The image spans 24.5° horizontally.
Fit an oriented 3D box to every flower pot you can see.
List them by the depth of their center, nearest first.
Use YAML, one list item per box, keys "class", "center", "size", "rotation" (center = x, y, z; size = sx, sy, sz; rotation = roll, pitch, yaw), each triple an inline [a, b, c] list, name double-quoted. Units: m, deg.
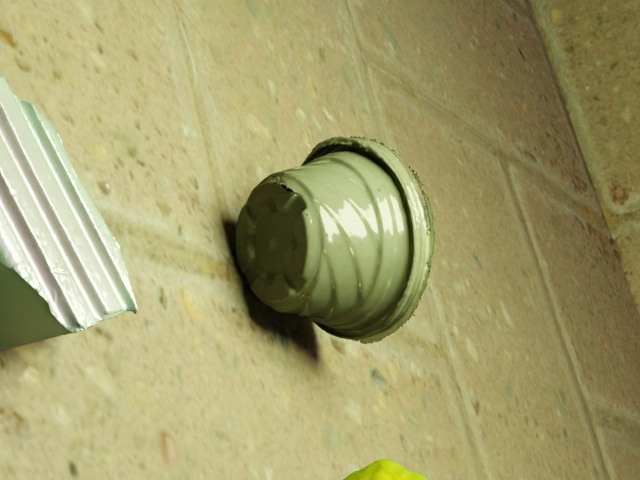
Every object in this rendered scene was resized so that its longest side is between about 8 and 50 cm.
- class: "flower pot"
  center: [0.000, 0.000, 1.603]
  size: [0.140, 0.235, 0.235]
  rotation: [-1, 66, -41]

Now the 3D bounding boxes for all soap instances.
- class: "soap"
  center: [-0.261, -0.014, 1.214]
  size: [0.230, 0.091, 0.145]
  rotation: [64, 27, -1]

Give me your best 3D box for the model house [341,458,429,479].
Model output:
- class: "model house"
  center: [0.074, 0.363, 1.368]
  size: [0.303, 0.215, 0.237]
  rotation: [56, 26, -8]
